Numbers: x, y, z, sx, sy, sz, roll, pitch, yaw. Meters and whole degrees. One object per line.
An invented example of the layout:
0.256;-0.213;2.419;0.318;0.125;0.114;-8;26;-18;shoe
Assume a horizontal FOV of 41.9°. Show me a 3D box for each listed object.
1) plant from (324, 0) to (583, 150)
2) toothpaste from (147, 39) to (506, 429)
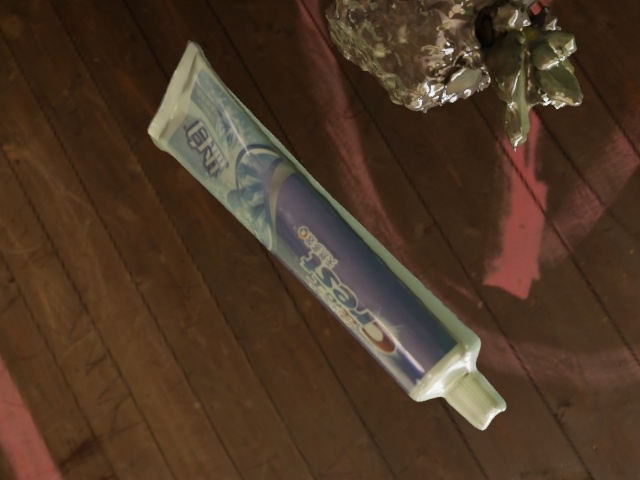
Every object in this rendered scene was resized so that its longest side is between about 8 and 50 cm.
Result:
0.175;-0.253;0.982;0.312;0.215;0.213;35;-45;30;plant
0.000;-0.001;0.467;0.268;0.047;0.069;46;-19;15;toothpaste
